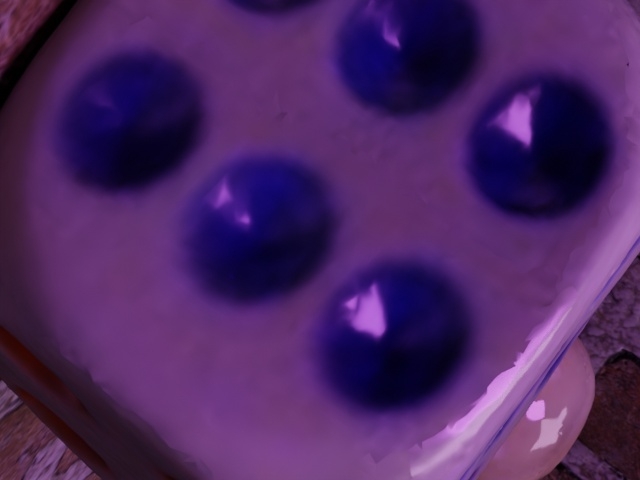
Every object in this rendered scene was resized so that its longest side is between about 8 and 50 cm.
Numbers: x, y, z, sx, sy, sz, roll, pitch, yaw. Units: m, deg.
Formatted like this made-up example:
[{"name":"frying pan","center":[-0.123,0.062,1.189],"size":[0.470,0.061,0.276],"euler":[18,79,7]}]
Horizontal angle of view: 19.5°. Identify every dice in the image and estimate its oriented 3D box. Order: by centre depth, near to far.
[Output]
[{"name":"dice","center":[0.000,0.000,0.943],"size":[0.304,0.277,0.304],"euler":[-48,171,-15]}]

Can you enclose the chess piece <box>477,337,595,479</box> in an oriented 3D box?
[{"name":"chess piece","center":[0.039,0.038,1.184],"size":[0.167,0.300,0.167],"euler":[-52,172,-10]}]
